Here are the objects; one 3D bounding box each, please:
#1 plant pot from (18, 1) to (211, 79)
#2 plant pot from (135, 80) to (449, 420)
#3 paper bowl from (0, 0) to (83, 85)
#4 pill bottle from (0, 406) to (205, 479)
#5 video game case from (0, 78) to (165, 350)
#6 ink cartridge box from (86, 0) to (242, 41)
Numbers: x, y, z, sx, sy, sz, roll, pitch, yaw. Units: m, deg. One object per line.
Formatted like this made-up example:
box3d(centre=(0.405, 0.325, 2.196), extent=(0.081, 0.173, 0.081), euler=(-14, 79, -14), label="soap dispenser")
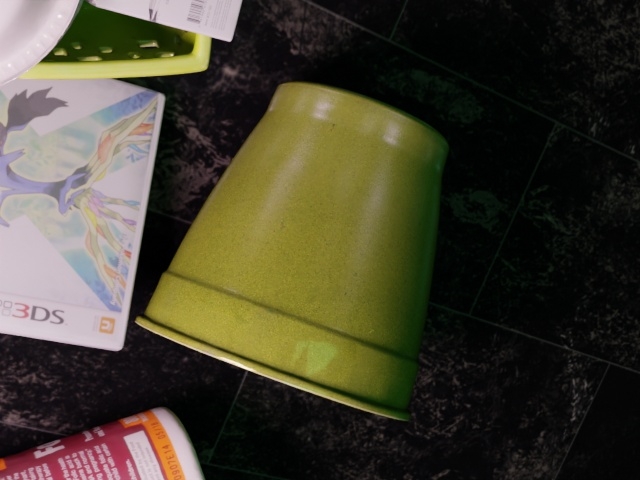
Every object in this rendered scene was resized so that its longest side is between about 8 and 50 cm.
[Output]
box3d(centre=(-0.258, -0.307, 1.162), extent=(0.227, 0.207, 0.228), euler=(-6, 110, -25), label="plant pot")
box3d(centre=(0.000, 0.000, 1.341), extent=(0.366, 0.366, 0.353), euler=(23, 85, -31), label="plant pot")
box3d(centre=(-0.352, -0.268, 0.947), extent=(0.284, 0.148, 0.284), euler=(-3, 110, -7), label="paper bowl")
box3d(centre=(-0.349, 0.375, 1.347), extent=(0.392, 0.224, 0.224), euler=(-16, 114, -22), label="pill bottle")
box3d(centre=(-0.348, -0.055, 1.238), extent=(0.300, 0.036, 0.329), euler=(13, 79, -30), label="video game case")
box3d(centre=(-0.154, -0.275, 1.067), extent=(0.150, 0.063, 0.109), euler=(10, 104, -29), label="ink cartridge box")
